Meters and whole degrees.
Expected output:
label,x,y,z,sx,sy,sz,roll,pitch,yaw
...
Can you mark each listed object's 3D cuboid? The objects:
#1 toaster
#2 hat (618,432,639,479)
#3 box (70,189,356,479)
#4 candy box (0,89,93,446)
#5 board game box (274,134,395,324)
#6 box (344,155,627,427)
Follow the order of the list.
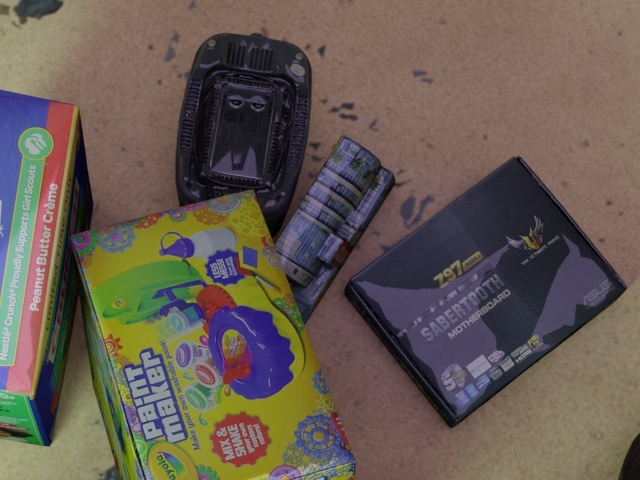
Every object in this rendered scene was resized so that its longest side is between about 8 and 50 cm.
label,x,y,z,sx,sy,sz,roll,pitch,yaw
toaster,-0.080,-0.089,1.773,0.129,0.146,0.227,7,74,-2
hat,0.435,0.296,1.660,0.331,0.134,0.331,4,77,-16
box,-0.101,0.163,1.595,0.177,0.279,0.290,-15,59,-11
candy box,-0.292,0.034,1.635,0.122,0.317,0.268,8,75,-2
board game box,0.000,0.000,1.756,0.060,0.194,0.194,31,89,5
box,0.169,0.052,1.800,0.233,0.059,0.183,-36,79,-12
